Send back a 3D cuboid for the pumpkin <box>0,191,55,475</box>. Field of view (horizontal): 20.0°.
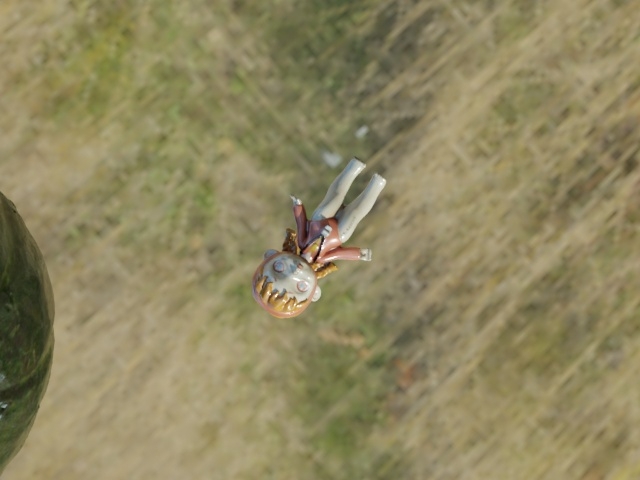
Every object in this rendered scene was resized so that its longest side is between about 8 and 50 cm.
[{"bbox_3d":[-0.308,0.075,1.147,0.207,0.300,0.300,46,162,52],"label":"pumpkin"}]

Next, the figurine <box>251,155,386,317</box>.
[{"bbox_3d":[0.000,0.000,1.118,0.064,0.109,0.047,37,-179,1],"label":"figurine"}]
